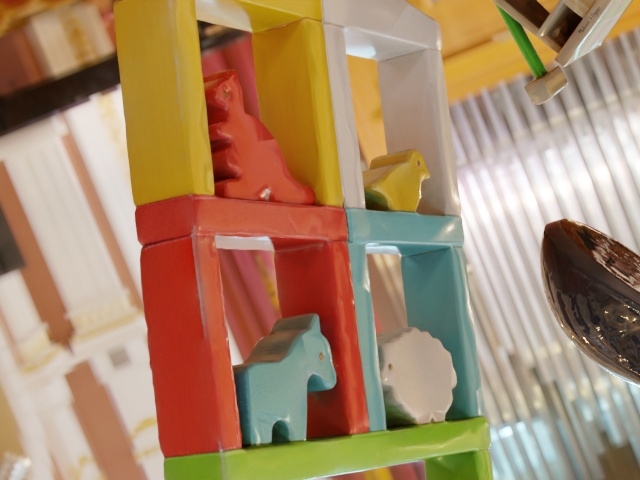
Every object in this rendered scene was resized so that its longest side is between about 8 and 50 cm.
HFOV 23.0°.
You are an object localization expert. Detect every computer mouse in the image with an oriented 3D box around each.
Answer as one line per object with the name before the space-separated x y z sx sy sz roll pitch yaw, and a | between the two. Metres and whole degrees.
computer mouse | 0.259 0.088 1.136 0.072 0.272 0.188 -58 165 19

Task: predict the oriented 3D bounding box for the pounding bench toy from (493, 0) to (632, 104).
pounding bench toy | 0.100 -0.112 0.719 0.052 0.065 0.083 -33 159 -55

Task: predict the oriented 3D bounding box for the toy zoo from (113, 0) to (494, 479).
toy zoo | 0.000 0.000 0.623 0.030 0.293 0.192 -11 173 34
